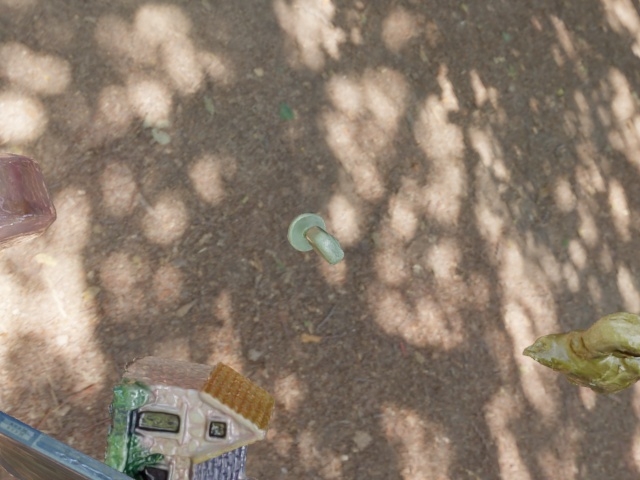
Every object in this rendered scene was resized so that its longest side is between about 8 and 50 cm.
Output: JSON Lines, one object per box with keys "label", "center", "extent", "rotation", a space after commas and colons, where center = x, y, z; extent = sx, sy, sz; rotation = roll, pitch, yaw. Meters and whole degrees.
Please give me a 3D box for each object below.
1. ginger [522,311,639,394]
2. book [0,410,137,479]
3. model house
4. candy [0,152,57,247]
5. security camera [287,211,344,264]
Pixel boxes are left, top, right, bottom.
{"label": "ginger", "center": [0.341, 0.143, 0.814], "extent": [0.214, 0.133, 0.059], "rotation": [32, 46, -20]}
{"label": "book", "center": [-0.265, 0.259, 0.796], "extent": [0.025, 0.269, 0.191], "rotation": [-57, 156, -33]}
{"label": "model house", "center": [-0.199, 0.320, 1.172], "extent": [0.237, 0.202, 0.237], "rotation": [6, 89, -1]}
{"label": "candy", "center": [-0.423, -0.018, 0.803], "extent": [0.255, 0.255, 0.094], "rotation": [-23, 96, -45]}
{"label": "security camera", "center": [0.000, 0.000, 0.940], "extent": [0.058, 0.092, 0.058], "rotation": [-10, 112, -25]}
